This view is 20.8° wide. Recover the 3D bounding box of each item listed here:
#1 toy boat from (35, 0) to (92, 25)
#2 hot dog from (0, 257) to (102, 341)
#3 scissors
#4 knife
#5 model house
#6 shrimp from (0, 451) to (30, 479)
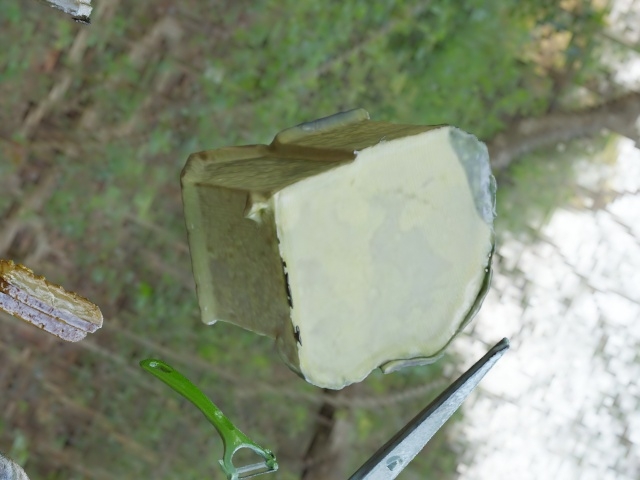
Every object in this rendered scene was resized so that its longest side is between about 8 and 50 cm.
[{"bbox_3d":[-0.421,-0.373,1.919,0.162,0.445,0.136,39,-73,52],"label":"toy boat"},{"bbox_3d":[-0.342,0.073,2.104,0.071,0.165,0.045,-28,-137,42],"label":"hot dog"},{"bbox_3d":[0.043,0.217,1.565,0.192,0.029,0.447,-6,147,-41],"label":"scissors"},{"bbox_3d":[-0.107,0.159,1.619,0.078,0.166,0.022,3,126,-57],"label":"knife"},{"bbox_3d":[0.000,0.000,1.955,0.321,0.266,0.261,-21,112,-35],"label":"model house"},{"bbox_3d":[-0.351,0.193,1.386,0.290,0.222,0.054,87,-1,-68],"label":"shrimp"}]
